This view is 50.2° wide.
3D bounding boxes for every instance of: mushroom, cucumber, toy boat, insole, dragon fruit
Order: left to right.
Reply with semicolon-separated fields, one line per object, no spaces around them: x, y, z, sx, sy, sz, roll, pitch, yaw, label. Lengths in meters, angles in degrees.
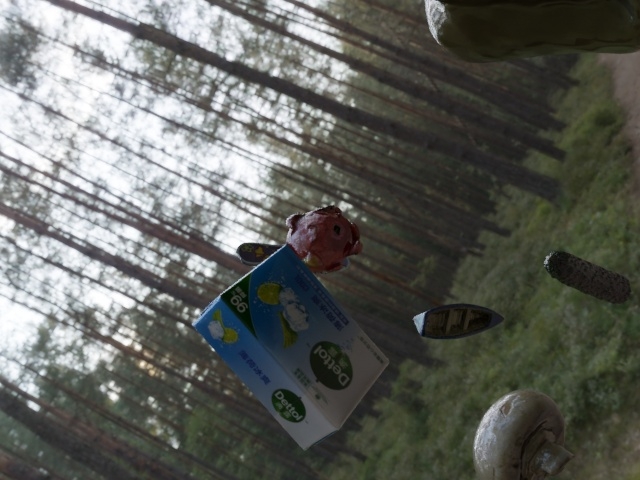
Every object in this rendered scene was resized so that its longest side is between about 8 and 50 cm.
-0.045;0.027;1.153;0.004;0.197;0.065;109;163;-46;insole
0.004;-0.003;1.074;0.068;0.126;0.112;164;114;-75;dragon fruit
0.292;0.165;1.435;0.229;0.046;0.080;-1;-75;-33;toy boat
0.406;0.410;1.360;0.226;0.178;0.226;-14;-64;-30;mushroom
0.557;0.074;1.446;0.300;0.072;0.072;19;-82;-35;cucumber

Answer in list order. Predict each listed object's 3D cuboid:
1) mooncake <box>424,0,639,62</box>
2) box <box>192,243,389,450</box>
0.213;-0.404;0.632;0.467;0.262;0.467;-18;-69;-58;mooncake
-0.031;0.120;0.799;0.073;0.194;0.139;-43;-2;39;box
